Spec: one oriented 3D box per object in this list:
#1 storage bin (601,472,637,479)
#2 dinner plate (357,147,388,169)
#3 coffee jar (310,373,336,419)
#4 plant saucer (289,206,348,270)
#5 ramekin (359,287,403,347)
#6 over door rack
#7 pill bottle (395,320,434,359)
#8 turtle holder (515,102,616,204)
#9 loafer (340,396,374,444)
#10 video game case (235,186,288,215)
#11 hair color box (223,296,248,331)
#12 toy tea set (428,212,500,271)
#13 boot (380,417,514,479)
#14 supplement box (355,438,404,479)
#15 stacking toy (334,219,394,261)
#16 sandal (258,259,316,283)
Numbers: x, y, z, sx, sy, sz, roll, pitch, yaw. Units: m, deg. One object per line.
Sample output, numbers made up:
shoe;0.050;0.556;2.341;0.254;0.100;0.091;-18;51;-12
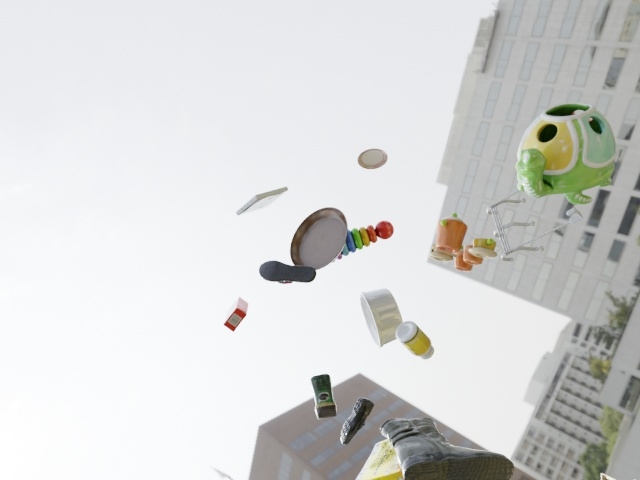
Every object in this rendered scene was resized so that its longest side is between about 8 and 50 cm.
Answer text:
storage bin;1.041;0.936;1.484;0.260;0.123;0.262;108;171;-79
dinner plate;0.239;-0.379;2.124;0.141;0.141;0.017;50;-150;-51
coffee jar;0.014;0.689;2.033;0.096;0.184;0.079;-9;-42;-4
plant saucer;0.000;0.000;1.994;0.050;0.310;0.311;36;-101;-42
ramekin;0.294;0.362;2.215;0.135;0.277;0.277;-17;-52;-6
over door rack;0.765;-0.094;1.652;0.108;0.240;0.324;15;-38;-26
pill bottle;0.412;0.433;1.981;0.184;0.103;0.103;46;-110;-28
turtle holder;0.645;-0.241;1.270;0.320;0.243;0.228;-15;-62;-4
loafer;0.159;0.785;1.990;0.078;0.076;0.223;26;-85;-17
video game case;-0.211;-0.143;1.666;0.157;0.143;0.019;-24;-96;-46
hair color box;-0.270;0.235;1.484;0.043;0.141;0.072;38;-87;-10
toy tea set;0.473;0.005;1.556;0.336;0.199;0.124;76;-152;-75
boot;0.259;0.426;0.960;0.246;0.161;0.084;7;-75;-11
supplement box;0.313;0.854;1.692;0.194;0.195;0.356;-45;-5;-41
stacking toy;0.177;-0.010;2.125;0.330;0.141;0.141;-18;-46;3
sandal;-0.093;0.097;1.297;0.040;0.179;0.067;67;-144;-51
